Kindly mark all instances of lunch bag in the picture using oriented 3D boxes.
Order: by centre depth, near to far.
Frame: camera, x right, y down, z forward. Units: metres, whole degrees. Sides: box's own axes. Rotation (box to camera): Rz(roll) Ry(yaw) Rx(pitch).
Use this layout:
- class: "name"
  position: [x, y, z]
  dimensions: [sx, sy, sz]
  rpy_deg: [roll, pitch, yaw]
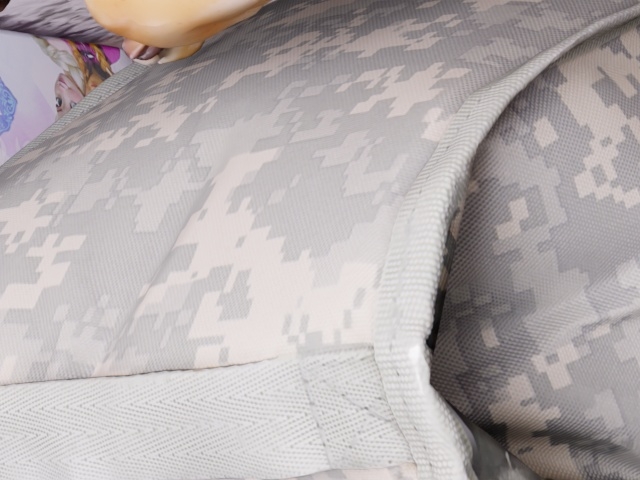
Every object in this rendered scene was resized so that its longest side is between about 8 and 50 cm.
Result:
- class: "lunch bag"
  position: [0.021, 0.012, 0.536]
  dimensions: [0.235, 0.169, 0.287]
  rpy_deg: [-6, -163, 42]

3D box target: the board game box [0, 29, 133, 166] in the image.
- class: "board game box"
  position: [-0.264, 0.006, 0.607]
  dimensions: [0.318, 0.066, 0.319]
  rpy_deg: [-19, 173, 24]

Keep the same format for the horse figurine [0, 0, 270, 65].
- class: "horse figurine"
  position: [0.011, -0.098, 0.445]
  dimensions: [0.263, 0.066, 0.174]
  rpy_deg: [-21, -179, 7]
